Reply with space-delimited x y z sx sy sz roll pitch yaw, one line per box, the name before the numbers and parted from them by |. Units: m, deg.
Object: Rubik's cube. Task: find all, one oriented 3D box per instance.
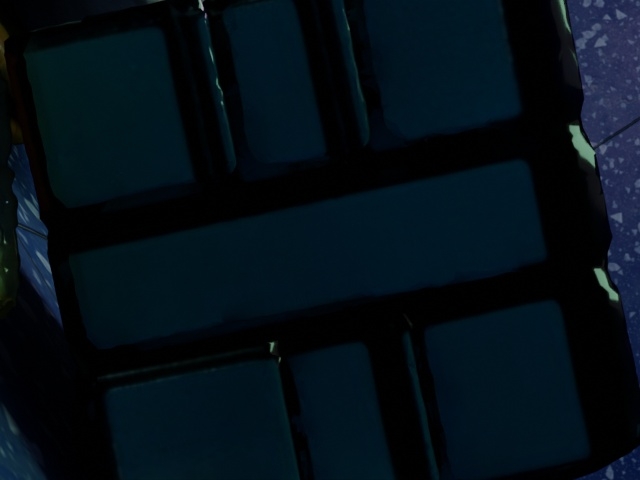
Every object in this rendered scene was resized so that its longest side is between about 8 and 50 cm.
Rubik's cube | 0.000 0.000 0.842 0.293 0.288 0.284 -95 175 -85

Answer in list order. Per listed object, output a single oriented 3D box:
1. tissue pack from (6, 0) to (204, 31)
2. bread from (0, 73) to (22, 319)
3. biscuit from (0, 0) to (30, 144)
tissue pack | -0.241 -0.290 1.165 0.288 0.124 0.394 8 -37 53
bread | -0.181 -0.045 0.625 0.232 0.088 0.128 84 9 -75
biscuit | -0.281 -0.174 1.115 0.220 0.066 0.220 54 1 -1
